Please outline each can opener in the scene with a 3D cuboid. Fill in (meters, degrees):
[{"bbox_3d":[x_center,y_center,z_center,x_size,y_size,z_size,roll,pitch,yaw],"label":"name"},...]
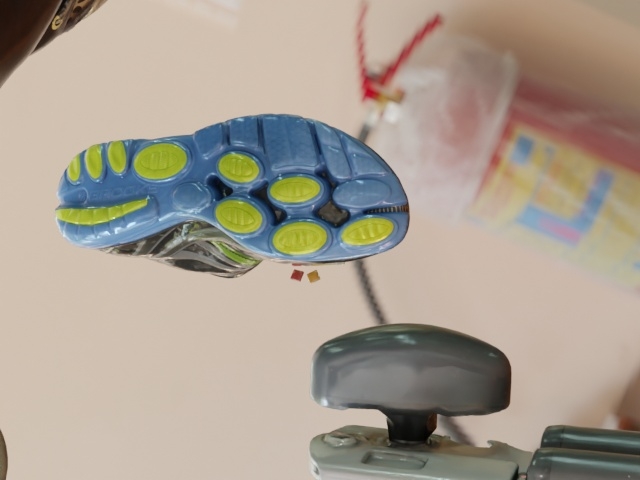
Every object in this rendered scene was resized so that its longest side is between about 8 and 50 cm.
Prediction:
[{"bbox_3d":[0.130,0.098,0.928,0.076,0.284,0.095,-41,-48,-71],"label":"can opener"}]

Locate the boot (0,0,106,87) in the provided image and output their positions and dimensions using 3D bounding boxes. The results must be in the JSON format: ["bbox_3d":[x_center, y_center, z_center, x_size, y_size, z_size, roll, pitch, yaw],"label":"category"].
[{"bbox_3d":[-0.259,-0.253,1.407,0.377,0.138,0.284,100,-164,-48],"label":"boot"}]

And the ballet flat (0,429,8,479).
[{"bbox_3d":[-0.191,0.147,0.725,0.068,0.072,0.213,-38,20,53],"label":"ballet flat"}]

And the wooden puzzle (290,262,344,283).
[{"bbox_3d":[0.000,0.000,1.658,0.006,0.049,0.083,57,-146,-58],"label":"wooden puzzle"}]

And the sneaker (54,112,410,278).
[{"bbox_3d":[-0.037,-0.019,0.866,0.188,0.078,0.067,-1,80,35],"label":"sneaker"}]
